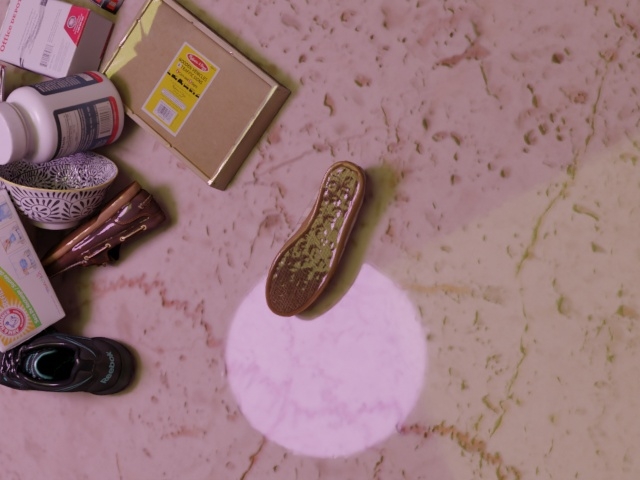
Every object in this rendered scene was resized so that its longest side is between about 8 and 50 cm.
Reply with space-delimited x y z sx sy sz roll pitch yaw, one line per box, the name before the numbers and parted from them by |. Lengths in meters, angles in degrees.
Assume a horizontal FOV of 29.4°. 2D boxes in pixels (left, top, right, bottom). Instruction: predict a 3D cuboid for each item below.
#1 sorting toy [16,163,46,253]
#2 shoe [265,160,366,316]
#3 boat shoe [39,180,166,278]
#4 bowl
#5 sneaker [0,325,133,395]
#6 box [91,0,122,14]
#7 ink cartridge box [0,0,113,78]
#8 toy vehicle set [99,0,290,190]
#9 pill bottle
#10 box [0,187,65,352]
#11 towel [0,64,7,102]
sorting toy | -0.520 -0.080 1.838 0.307 0.041 0.229 -5 77 33
shoe | 0.000 0.000 1.548 0.077 0.058 0.219 30 101 8
boat shoe | -0.306 0.001 1.692 0.207 0.073 0.073 -33 109 25
bowl | -0.367 -0.065 1.687 0.170 0.170 0.080 20 118 28
sneaker | -0.391 0.160 1.691 0.267 0.106 0.101 -1 83 29
box | -0.353 -0.431 1.805 0.207 0.036 0.114 36 99 27
ink cartridge box | -0.393 -0.295 1.788 0.150 0.063 0.109 20 91 29
toy vehicle set | -0.183 -0.211 1.681 0.267 0.035 0.166 41 101 26
pill bottle | -0.371 -0.165 1.673 0.108 0.180 0.108 20 120 39
box | -0.452 0.036 1.671 0.114 0.103 0.203 12 128 54
towel | -0.539 -0.190 1.811 0.197 0.029 0.144 4 97 31
